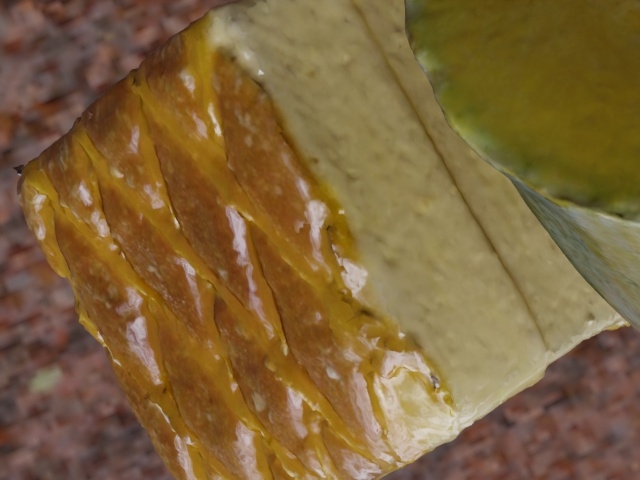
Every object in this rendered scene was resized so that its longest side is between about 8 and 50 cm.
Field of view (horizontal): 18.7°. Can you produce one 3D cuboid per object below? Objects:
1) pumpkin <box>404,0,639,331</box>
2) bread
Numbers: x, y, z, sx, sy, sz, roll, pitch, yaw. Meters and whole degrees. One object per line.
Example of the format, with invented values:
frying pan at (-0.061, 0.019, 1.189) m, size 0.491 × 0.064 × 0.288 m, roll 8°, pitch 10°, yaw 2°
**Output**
pumpkin at (0.221, -0.074, 0.785) m, size 0.332 × 0.332 × 0.199 m, roll -27°, pitch 134°, yaw 4°
bread at (0.000, 0.000, 1.132) m, size 0.207 × 0.279 × 0.279 m, roll -28°, pitch -179°, yaw -38°
